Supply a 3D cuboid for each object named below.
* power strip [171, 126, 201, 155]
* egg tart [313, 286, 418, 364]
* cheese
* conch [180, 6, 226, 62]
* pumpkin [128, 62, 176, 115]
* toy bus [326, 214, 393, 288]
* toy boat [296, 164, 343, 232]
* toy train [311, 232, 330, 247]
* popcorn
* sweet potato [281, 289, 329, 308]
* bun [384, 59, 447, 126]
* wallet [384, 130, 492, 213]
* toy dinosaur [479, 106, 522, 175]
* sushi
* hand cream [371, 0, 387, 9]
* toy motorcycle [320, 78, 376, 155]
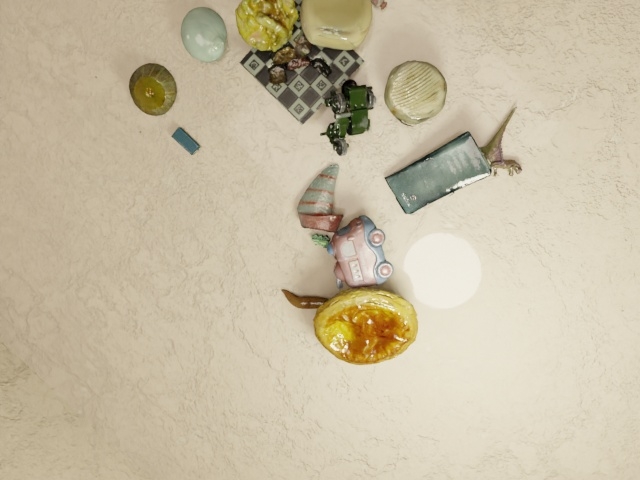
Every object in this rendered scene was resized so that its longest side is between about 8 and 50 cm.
[{"bbox_3d":[-0.577,-0.427,1.948,0.123,0.032,0.056,44,107,-4],"label":"power strip"},{"bbox_3d":[0.193,0.340,1.913,0.444,0.178,0.442,2,125,2],"label":"egg tart"},{"bbox_3d":[0.057,-0.830,1.670,0.266,0.127,0.233,8,83,-5],"label":"cheese"},{"bbox_3d":[-0.462,-0.825,1.796,0.185,0.121,0.221,-26,95,-15],"label":"conch"},{"bbox_3d":[-0.715,-0.630,1.886,0.218,0.110,0.217,1,106,3],"label":"pumpkin"},{"bbox_3d":[0.150,0.056,1.843,0.232,0.197,0.294,-17,103,-2],"label":"toy bus"},{"bbox_3d":[0.007,-0.183,1.898,0.206,0.096,0.282,11,97,17],"label":"toy boat"},{"bbox_3d":[0.000,0.000,1.964,0.083,0.033,0.053,9,109,7],"label":"toy train"},{"bbox_3d":[-0.191,-0.804,1.630,0.259,0.259,0.212,-42,106,16],"label":"popcorn"},{"bbox_3d":[-0.047,0.279,2.030,0.282,0.059,0.067,9,97,5],"label":"sweet potato"},{"bbox_3d":[0.356,-0.552,1.709,0.239,0.141,0.238,1,99,5],"label":"bun"},{"bbox_3d":[0.457,-0.255,1.775,0.379,0.046,0.190,-28,97,28],"label":"wallet"},{"bbox_3d":[0.680,-0.362,1.753,0.200,0.072,0.251,-15,93,5],"label":"toy dinosaur"},{"bbox_3d":[-0.073,-0.692,1.778,0.359,0.064,0.343,45,96,2],"label":"sushi"},{"bbox_3d":[0.167,-0.949,1.691,0.210,0.043,0.067,45,107,2],"label":"hand cream"},{"bbox_3d":[0.115,-0.481,1.771,0.205,0.127,0.275,-16,121,-24],"label":"toy motorcycle"}]
